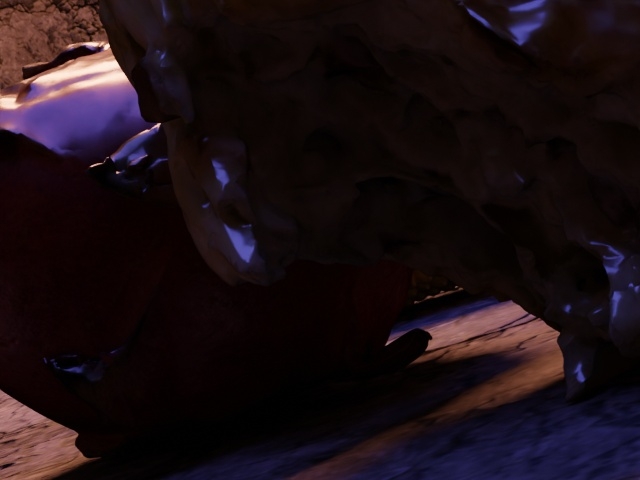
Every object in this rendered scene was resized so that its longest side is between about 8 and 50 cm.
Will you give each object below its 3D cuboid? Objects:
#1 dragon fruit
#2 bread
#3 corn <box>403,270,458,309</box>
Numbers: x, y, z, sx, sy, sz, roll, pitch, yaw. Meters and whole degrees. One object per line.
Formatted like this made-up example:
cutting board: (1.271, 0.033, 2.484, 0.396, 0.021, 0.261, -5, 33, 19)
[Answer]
dragon fruit: (-0.084, -0.001, 0.942, 0.315, 0.250, 0.250, -4, -2, -25)
bread: (0.110, -0.073, 0.793, 0.370, 0.314, 0.191, -24, -27, -12)
corn: (0.000, 0.000, 1.196, 0.347, 0.130, 0.130, -20, 3, 13)
